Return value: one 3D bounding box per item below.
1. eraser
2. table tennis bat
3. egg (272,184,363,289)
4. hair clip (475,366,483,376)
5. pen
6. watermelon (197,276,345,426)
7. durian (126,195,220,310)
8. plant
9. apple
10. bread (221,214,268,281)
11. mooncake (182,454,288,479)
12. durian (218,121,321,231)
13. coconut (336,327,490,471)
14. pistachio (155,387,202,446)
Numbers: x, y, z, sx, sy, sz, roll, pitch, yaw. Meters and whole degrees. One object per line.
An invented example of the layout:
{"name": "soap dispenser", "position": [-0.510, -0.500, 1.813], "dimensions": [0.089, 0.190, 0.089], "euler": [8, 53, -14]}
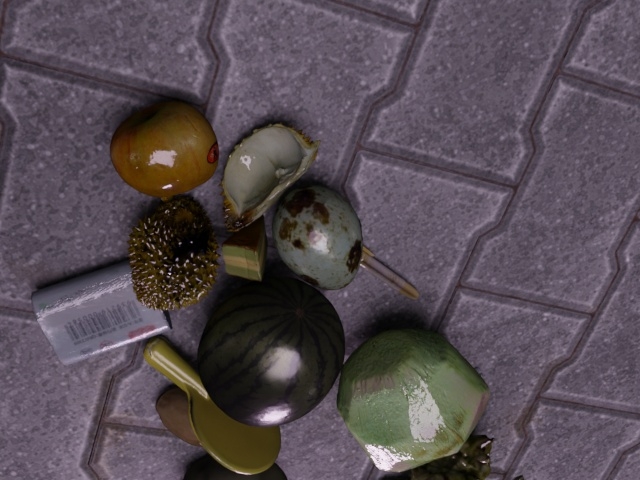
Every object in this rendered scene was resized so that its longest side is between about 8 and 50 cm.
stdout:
{"name": "eraser", "position": [-0.426, 0.138, 1.617], "dimensions": [0.227, 0.081, 0.174], "euler": [-18, 117, -1]}
{"name": "table tennis bat", "position": [-0.226, 0.338, 1.714], "dimensions": [0.368, 0.224, 0.054], "euler": [44, 121, -9]}
{"name": "egg", "position": [0.000, 0.000, 1.583], "dimensions": [0.169, 0.169, 0.231], "euler": [-24, 123, 1]}
{"name": "hair clip", "position": [0.336, 0.344, 1.927], "dimensions": [0.115, 0.030, 0.039], "euler": [-44, 137, 15]}
{"name": "pen", "position": [0.125, 0.059, 1.724], "dimensions": [0.233, 0.032, 0.040], "euler": [33, 83, -27]}
{"name": "watermelon", "position": [-0.101, 0.223, 1.612], "dimensions": [0.279, 0.279, 0.359], "euler": [15, 148, -20]}
{"name": "durian", "position": [-0.260, 0.015, 1.523], "dimensions": [0.193, 0.138, 0.237], "euler": [-14, 102, -34]}
{"name": "plant", "position": [0.358, 0.608, 2.001], "dimensions": [0.251, 0.180, 0.333], "euler": [-26, 124, 15]}
{"name": "apple", "position": [-0.269, -0.155, 1.438], "dimensions": [0.182, 0.182, 0.155], "euler": [-24, 122, 1]}
{"name": "bread", "position": [-0.114, 0.012, 1.573], "dimensions": [0.084, 0.139, 0.074], "euler": [11, 121, 30]}
{"name": "mooncake", "position": [-0.191, 0.608, 1.868], "dimensions": [0.275, 0.135, 0.275], "euler": [-1, 112, -1]}
{"name": "durian", "position": [-0.102, -0.119, 1.514], "dimensions": [0.252, 0.139, 0.144], "euler": [-38, 115, 10]}
{"name": "coconut", "position": [0.201, 0.344, 1.751], "dimensions": [0.328, 0.281, 0.328], "euler": [-4, 116, -9]}
{"name": "pistachio", "position": [-0.265, 0.378, 1.770], "dimensions": [0.185, 0.108, 0.126], "euler": [16, 84, -14]}
